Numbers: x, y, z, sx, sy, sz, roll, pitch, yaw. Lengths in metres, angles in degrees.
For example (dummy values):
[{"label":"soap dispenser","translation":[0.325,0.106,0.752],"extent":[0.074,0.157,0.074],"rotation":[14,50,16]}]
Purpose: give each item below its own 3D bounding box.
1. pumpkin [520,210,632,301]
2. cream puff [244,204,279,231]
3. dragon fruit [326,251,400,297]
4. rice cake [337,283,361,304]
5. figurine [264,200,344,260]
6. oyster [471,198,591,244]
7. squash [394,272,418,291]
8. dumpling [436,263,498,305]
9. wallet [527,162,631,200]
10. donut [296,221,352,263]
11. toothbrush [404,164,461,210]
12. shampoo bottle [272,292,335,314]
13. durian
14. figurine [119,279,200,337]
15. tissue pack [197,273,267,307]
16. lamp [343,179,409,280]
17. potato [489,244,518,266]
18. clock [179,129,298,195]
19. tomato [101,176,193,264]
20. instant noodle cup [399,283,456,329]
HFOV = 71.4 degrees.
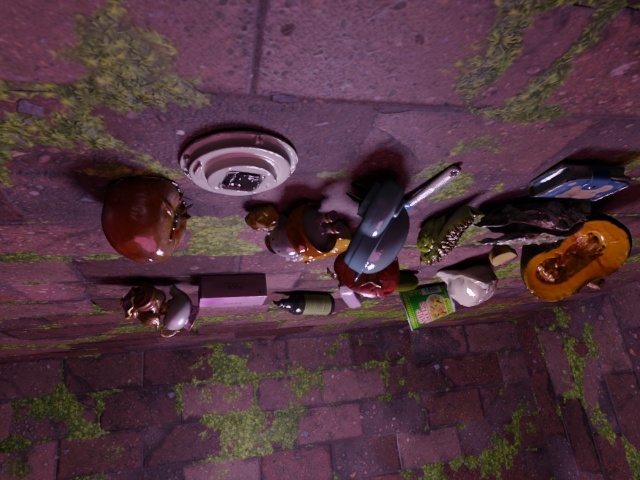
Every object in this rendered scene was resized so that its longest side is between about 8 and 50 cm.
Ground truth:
[{"label":"pumpkin","translation":[0.798,0.048,1.424],"extent":[0.325,0.242,0.232],"rotation":[-36,-178,19]},{"label":"cream puff","translation":[-0.146,-0.053,1.123],"extent":[0.083,0.058,0.083],"rotation":[9,153,-33]},{"label":"dragon fruit","translation":[0.161,0.059,1.396],"extent":[0.224,0.218,0.148],"rotation":[28,125,8]},{"label":"rice cake","translation":[0.140,0.263,2.089],"extent":[0.073,0.056,0.365],"rotation":[-8,160,9]},{"label":"figurine","translation":[-0.052,-0.019,1.160],"extent":[0.143,0.143,0.271],"rotation":[6,169,-32]},{"label":"oyster","translation":[0.618,-0.052,1.292],"extent":[0.351,0.158,0.162],"rotation":[-17,-159,5]},{"label":"squash","translation":[0.275,0.170,1.840],"extent":[0.332,0.087,0.087],"rotation":[8,156,-30]},{"label":"dumpling","translation":[0.623,0.169,1.903],"extent":[0.243,0.187,0.318],"rotation":[28,162,23]},{"label":"wallet","translation":[0.658,-0.148,1.131],"extent":[0.202,0.059,0.141],"rotation":[1,165,-16]},{"label":"donut","translation":[0.000,0.000,1.297],"extent":[0.190,0.074,0.174],"rotation":[-15,159,5]},{"label":"toothbrush","translation":[0.226,-0.097,1.175],"extent":[0.040,0.040,0.386],"rotation":[6,153,-31]},{"label":"shampoo bottle","translation":[-0.073,0.288,2.019],"extent":[0.284,0.101,0.101],"rotation":[7,156,-32]},{"label":"durian","translation":[0.355,0.004,1.351],"extent":[0.107,0.132,0.375],"rotation":[-13,158,-22]},{"label":"figurine","translation":[-0.576,0.237,1.593],"extent":[0.264,0.189,0.142],"rotation":[24,146,-18]},{"label":"tissue pack","translation":[-0.335,0.193,1.684],"extent":[0.247,0.092,0.148],"rotation":[0,158,-16]},{"label":"lamp","translation":[0.141,-0.030,1.099],"extent":[0.147,0.209,0.284],"rotation":[17,144,22]},{"label":"potato","translation":[0.665,0.043,1.646],"extent":[0.096,0.066,0.103],"rotation":[-31,147,20]},{"label":"clock","translation":[-0.162,-0.138,0.898],"extent":[0.237,0.053,0.236],"rotation":[-6,159,-2]},{"label":"tomato","translation":[-0.384,-0.028,0.989],"extent":[0.181,0.155,0.214],"rotation":[-2,161,-2]},{"label":"instant noodle cup","translation":[0.523,0.308,2.176],"extent":[0.233,0.207,0.207],"rotation":[-19,158,8]}]
